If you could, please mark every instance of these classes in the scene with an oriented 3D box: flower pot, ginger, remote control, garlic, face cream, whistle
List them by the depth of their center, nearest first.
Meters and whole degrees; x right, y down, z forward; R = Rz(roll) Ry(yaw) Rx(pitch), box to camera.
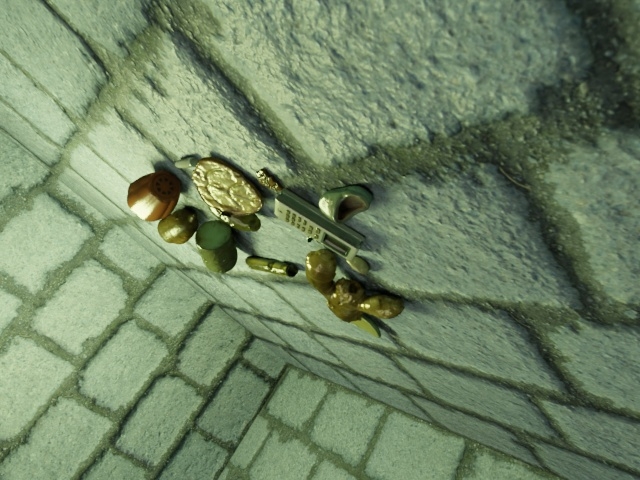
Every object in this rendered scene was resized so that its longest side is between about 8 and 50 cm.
[{"bbox_3d":[-0.008,-0.042,1.226,0.277,0.055,0.103,32,157,6],"label":"remote control"},{"bbox_3d":[0.122,0.081,1.314,0.083,0.041,0.053,40,162,-32],"label":"garlic"},{"bbox_3d":[-0.455,-0.260,1.417,0.130,0.034,0.034,5,143,48],"label":"face cream"},{"bbox_3d":[0.072,0.194,1.498,0.363,0.122,0.348,26,149,-7],"label":"ginger"},{"bbox_3d":[-0.634,-0.186,1.642,0.190,0.191,0.173,44,141,-22],"label":"flower pot"},{"bbox_3d":[-0.215,0.112,1.787,0.326,0.057,0.068,5,143,49],"label":"whistle"}]

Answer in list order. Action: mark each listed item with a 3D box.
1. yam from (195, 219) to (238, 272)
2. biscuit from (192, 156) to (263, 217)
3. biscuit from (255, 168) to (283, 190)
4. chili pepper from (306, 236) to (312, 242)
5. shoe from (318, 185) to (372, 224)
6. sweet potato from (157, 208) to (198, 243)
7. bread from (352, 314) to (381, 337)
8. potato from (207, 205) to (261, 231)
[{"bbox_3d":[-0.440,0.027,1.793,0.161,0.161,0.268,31,157,8],"label":"yam"},{"bbox_3d":[-0.295,-0.162,1.338,0.260,0.041,0.203,22,130,11],"label":"biscuit"},{"bbox_3d":[-0.149,-0.170,1.216,0.092,0.016,0.082,36,156,-1],"label":"biscuit"},{"bbox_3d":[-0.005,-0.005,1.320,0.118,0.035,0.055,10,131,36],"label":"chili pepper"},{"bbox_3d":[0.048,-0.081,1.052,0.079,0.078,0.195,43,151,-21],"label":"shoe"},{"bbox_3d":[-0.642,-0.059,1.903,0.158,0.158,0.369,43,156,-19],"label":"sweet potato"},{"bbox_3d":[0.164,0.321,1.724,0.193,0.036,0.112,24,151,30],"label":"bread"},{"bbox_3d":[-0.300,-0.096,1.458,0.225,0.090,0.117,30,161,17],"label":"potato"}]
